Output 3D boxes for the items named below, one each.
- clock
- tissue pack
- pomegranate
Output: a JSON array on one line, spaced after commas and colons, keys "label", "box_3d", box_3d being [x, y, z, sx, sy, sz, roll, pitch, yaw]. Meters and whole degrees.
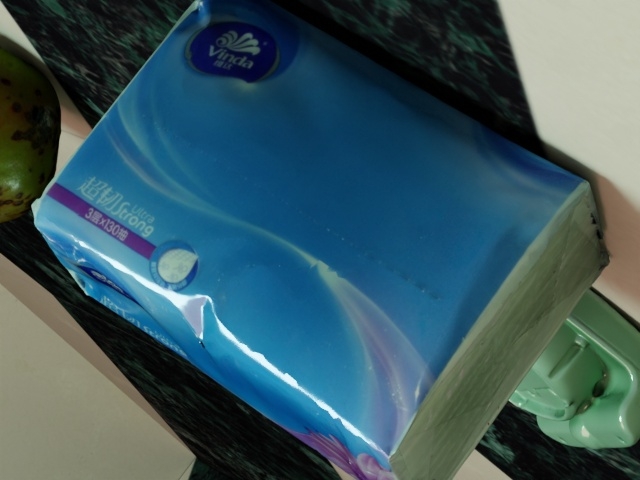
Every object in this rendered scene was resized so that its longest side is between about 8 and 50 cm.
[{"label": "clock", "box_3d": [0.125, 0.054, 1.307, 0.211, 0.066, 0.159, 39, 167, -5]}, {"label": "tissue pack", "box_3d": [0.000, 0.000, 1.147, 0.263, 0.198, 0.146, 32, 168, 23]}, {"label": "pomegranate", "box_3d": [-0.304, -0.102, 1.754, 0.159, 0.159, 0.205, 45, -166, -30]}]
